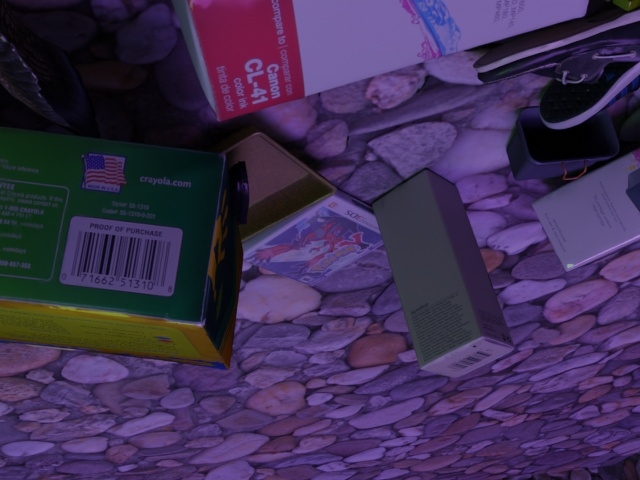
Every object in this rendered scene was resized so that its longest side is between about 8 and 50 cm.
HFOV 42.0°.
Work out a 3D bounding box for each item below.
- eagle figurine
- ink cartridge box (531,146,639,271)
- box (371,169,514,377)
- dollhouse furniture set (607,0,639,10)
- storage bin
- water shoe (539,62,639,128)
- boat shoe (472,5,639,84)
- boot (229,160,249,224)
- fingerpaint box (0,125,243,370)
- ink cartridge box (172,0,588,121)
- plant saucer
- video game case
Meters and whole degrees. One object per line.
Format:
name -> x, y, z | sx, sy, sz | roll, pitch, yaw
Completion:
eagle figurine -> -0.294, -0.199, 0.681 | 0.225, 0.226, 0.298 | -20, 151, -30
ink cartridge box -> 0.507, -0.085, 1.200 | 0.353, 0.119, 0.207 | -29, 169, 25
box -> 0.170, 0.046, 1.187 | 0.113, 0.275, 0.094 | -32, 146, 31
dollhouse furniture set -> 0.353, -0.307, 0.912 | 0.151, 0.059, 0.076 | -24, 147, -20
storage bin -> 0.328, -0.123, 1.155 | 0.135, 0.098, 0.091 | -7, 160, -11
water shoe -> 0.374, -0.200, 1.052 | 0.080, 0.073, 0.203 | 13, 142, -42
boat shoe -> 0.296, -0.213, 0.963 | 0.233, 0.084, 0.079 | -13, 112, 8
boot -> -0.140, -0.052, 1.039 | 0.099, 0.045, 0.121 | -3, 149, -10
fingerpaint box -> -0.312, 0.013, 0.858 | 0.444, 0.163, 0.371 | 7, 165, -1
ink cartridge box -> 0.029, -0.244, 0.640 | 0.306, 0.226, 0.131 | -16, 144, -8
plant saucer -> -0.104, -0.077, 1.099 | 0.188, 0.045, 0.188 | -27, 147, 22
video game case -> 0.000, 0.000, 1.294 | 0.201, 0.023, 0.183 | -31, 145, 29
